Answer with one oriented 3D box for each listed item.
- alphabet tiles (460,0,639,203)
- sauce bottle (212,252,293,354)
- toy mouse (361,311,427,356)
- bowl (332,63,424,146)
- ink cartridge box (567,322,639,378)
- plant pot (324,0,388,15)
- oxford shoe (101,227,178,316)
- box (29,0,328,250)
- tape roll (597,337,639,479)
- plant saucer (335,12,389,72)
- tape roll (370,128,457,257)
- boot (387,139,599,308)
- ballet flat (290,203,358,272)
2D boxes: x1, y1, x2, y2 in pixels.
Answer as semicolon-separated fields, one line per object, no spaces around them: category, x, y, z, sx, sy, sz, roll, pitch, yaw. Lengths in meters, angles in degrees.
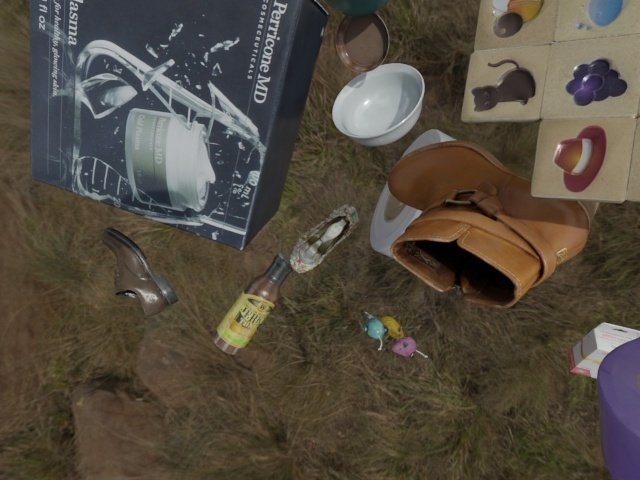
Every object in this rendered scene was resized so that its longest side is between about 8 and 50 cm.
alphabet tiles;0.273;-0.158;0.245;0.342;0.011;0.285;8;88;30
sauce bottle;-0.203;0.193;1.265;0.111;0.111;0.344;37;97;17
toy mouse;0.139;0.187;0.809;0.161;0.143;0.031;33;102;21
bowl;0.196;-0.404;1.293;0.297;0.134;0.298;-13;57;20
ink cartridge box;0.810;0.319;1.154;0.115;0.198;0.067;12;50;10
plant pot;0.091;-0.719;1.015;0.293;0.235;0.293;-1;83;9
oxford shoe;-0.418;0.068;0.885;0.096;0.083;0.227;-37;80;-27
box;-0.286;-0.304;0.850;0.471;0.297;0.480;18;113;1
tape roll;0.336;0.156;0.326;0.189;0.189;0.080;-9;108;16
plant saucer;0.125;-0.580;1.184;0.168;0.029;0.168;17;129;23
tape roll;0.215;-0.087;0.874;0.100;0.286;0.286;24;93;-11
boot;0.148;-0.026;0.482;0.283;0.220;0.109;24;135;39
ballet flat;0.000;0.000;1.048;0.091;0.077;0.241;43;107;-3
